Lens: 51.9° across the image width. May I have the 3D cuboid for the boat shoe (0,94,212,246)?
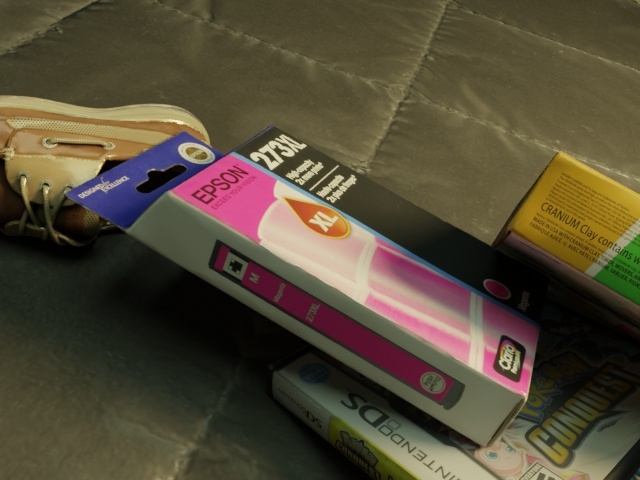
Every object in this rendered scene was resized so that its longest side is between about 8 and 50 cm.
[{"bbox_3d":[-0.240,-0.057,0.609,0.324,0.123,0.116,-13,50,-29],"label":"boat shoe"}]

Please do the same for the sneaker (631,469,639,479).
[{"bbox_3d":[0.253,0.203,0.520,0.073,0.063,0.162,-20,51,-30],"label":"sneaker"}]

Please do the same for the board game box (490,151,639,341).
[{"bbox_3d":[0.270,0.037,0.562,0.242,0.064,0.316,32,4,11],"label":"board game box"}]

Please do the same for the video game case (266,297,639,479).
[{"bbox_3d":[0.137,0.118,0.545,0.274,0.035,0.248,-23,36,-37],"label":"video game case"}]

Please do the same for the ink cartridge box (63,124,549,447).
[{"bbox_3d":[0.000,0.000,0.536,0.370,0.069,0.176,28,33,9],"label":"ink cartridge box"}]
